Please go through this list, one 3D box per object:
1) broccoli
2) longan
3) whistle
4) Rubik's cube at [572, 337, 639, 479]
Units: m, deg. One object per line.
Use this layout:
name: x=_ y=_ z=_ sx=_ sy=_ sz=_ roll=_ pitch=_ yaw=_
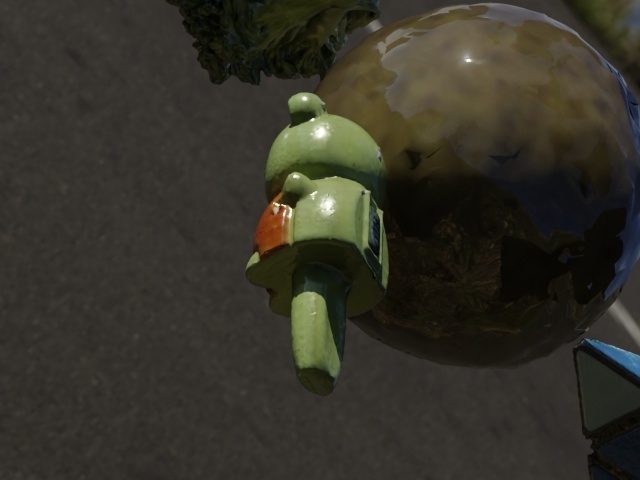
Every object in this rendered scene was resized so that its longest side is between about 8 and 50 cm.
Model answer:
broccoli: x=-0.045 y=-0.352 z=1.721 sx=0.272 sy=0.334 sz=0.324 roll=11 pitch=9 yaw=12
longan: x=0.155 y=-0.055 z=1.456 sx=0.391 sy=0.391 sz=0.391 roll=46 pitch=18 yaw=-20
whistle: x=0.000 y=0.000 z=1.156 sx=0.131 sy=0.106 sz=0.288 roll=56 pitch=30 yaw=-45
Rubik's cube: x=0.325 y=0.264 z=1.148 sx=0.284 sy=0.234 sz=0.250 roll=16 pitch=18 yaw=-36
